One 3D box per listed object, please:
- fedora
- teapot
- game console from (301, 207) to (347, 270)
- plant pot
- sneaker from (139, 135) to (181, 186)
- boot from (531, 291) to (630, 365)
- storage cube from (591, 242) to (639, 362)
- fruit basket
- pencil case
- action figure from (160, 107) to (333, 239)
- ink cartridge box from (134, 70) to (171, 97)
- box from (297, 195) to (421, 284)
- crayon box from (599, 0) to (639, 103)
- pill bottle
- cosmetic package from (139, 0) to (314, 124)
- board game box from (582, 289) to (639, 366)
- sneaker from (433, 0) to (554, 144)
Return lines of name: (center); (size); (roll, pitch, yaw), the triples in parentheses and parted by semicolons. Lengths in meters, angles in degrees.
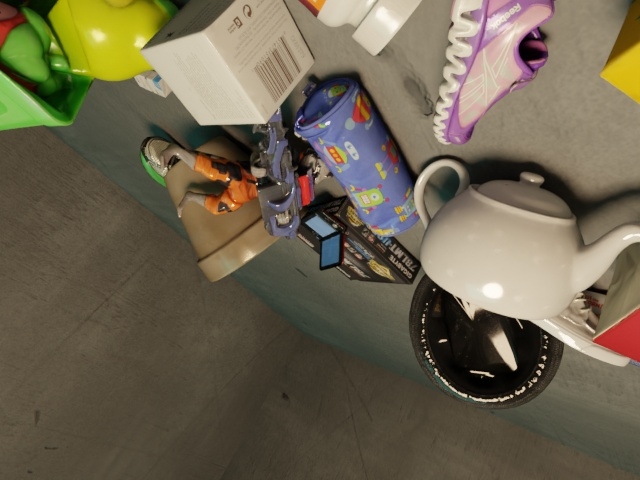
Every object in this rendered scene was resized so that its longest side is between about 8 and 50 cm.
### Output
fedora: (0.360, 0.186, 0.902); (0.333, 0.335, 0.152); (23, -168, 21)
teapot: (0.283, -0.015, 0.625); (0.255, 0.187, 0.253); (12, -160, -1)
game console: (0.000, 0.000, 1.003); (0.124, 0.085, 0.144); (38, 158, -13)
plant pot: (-0.241, -0.100, 1.053); (0.280, 0.323, 0.323); (53, 155, -11)
sneaker: (-0.384, -0.205, 1.246); (0.146, 0.134, 0.343); (-4, 149, 48)
boot: (0.446, 0.107, 0.725); (0.258, 0.124, 0.095); (30, -160, 15)
storage cube: (0.497, 0.067, 0.500); (0.193, 0.184, 0.215); (24, 159, 24)
fruit basket: (-0.439, -0.377, 0.679); (0.391, 0.392, 0.283); (17, 156, 35)
pencil case: (0.071, -0.137, 0.721); (0.133, 0.120, 0.306); (-19, 132, 27)
action figure: (-0.136, -0.159, 0.810); (0.329, 0.179, 0.342); (-3, 141, -10)
ink cartridge box: (-0.403, -0.381, 0.969); (0.083, 0.028, 0.048); (26, 159, 14)
box: (0.081, 0.011, 1.132); (0.295, 0.073, 0.293); (41, 157, -23)
crayon box: (0.451, -0.122, 0.236); (0.362, 0.106, 0.313); (33, 160, -4)
pill bottle: (0.006, -0.308, 0.419); (0.221, 0.121, 0.121); (37, 159, -14)
cosmetic package: (-0.143, -0.288, 0.635); (0.183, 0.151, 0.151); (12, 152, 40)
board game box: (0.563, 0.171, 0.816); (0.193, 0.045, 0.146); (45, 165, -32)
sneaker: (0.196, -0.194, 0.468); (0.104, 0.095, 0.236); (17, 155, 16)
